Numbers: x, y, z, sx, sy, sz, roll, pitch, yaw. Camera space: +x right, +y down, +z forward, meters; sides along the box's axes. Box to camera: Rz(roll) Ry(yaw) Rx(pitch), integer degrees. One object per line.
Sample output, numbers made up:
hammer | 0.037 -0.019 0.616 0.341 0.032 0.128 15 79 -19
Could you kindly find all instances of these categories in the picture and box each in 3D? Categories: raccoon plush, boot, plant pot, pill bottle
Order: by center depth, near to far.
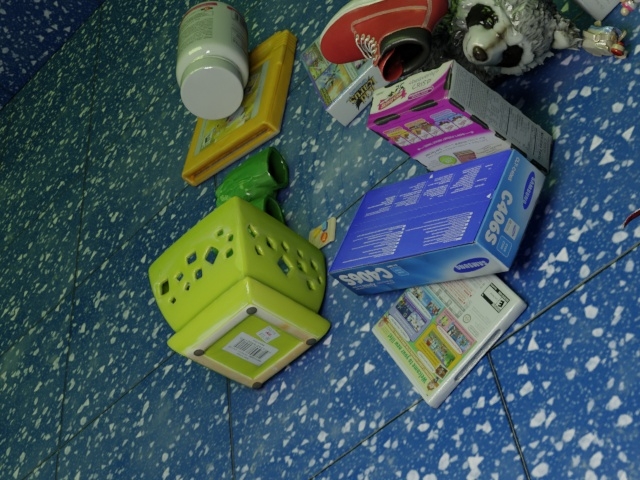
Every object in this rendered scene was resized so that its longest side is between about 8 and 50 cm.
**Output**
boot | 0.076 -0.291 1.655 0.244 0.088 0.176 -18 39 41
raccoon plush | 0.280 -0.418 1.780 0.299 0.216 0.446 -23 42 41
plant pot | -0.127 0.103 1.818 0.227 0.228 0.207 -39 41 23
pill bottle | -0.240 -0.400 2.437 0.160 0.160 0.283 -38 32 24

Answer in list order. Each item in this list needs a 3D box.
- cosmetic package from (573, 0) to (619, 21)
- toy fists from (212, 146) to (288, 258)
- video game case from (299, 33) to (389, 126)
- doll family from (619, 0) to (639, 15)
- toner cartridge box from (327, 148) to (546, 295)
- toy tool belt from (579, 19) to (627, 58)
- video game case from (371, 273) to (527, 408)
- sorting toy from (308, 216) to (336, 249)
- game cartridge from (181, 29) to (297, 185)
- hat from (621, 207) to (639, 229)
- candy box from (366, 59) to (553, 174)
cosmetic package | 0.417 -0.502 1.672 0.225 0.224 0.138 -46 32 12
toy fists | -0.137 -0.057 2.111 0.142 0.096 0.279 -26 38 23
video game case | 0.085 -0.381 2.161 0.244 0.061 0.269 -43 32 15
doll family | 0.517 -0.414 1.508 0.263 0.163 0.118 -36 35 27
toner cartridge box | 0.164 -0.019 1.633 0.348 0.075 0.165 -13 46 55
toy tool belt | 0.428 -0.304 1.630 0.083 0.052 0.051 25 89 58
video game case | 0.180 0.113 1.578 0.193 0.023 0.212 -49 32 7
sorting toy | 0.000 0.000 1.943 0.062 0.012 0.083 -30 38 34
game cartridge | -0.181 -0.304 2.455 0.285 0.052 0.324 -28 40 36
hat | 0.513 -0.084 1.319 0.208 0.183 0.173 27 50 24
candy box | 0.206 -0.159 1.604 0.159 0.233 0.071 -15 54 46
